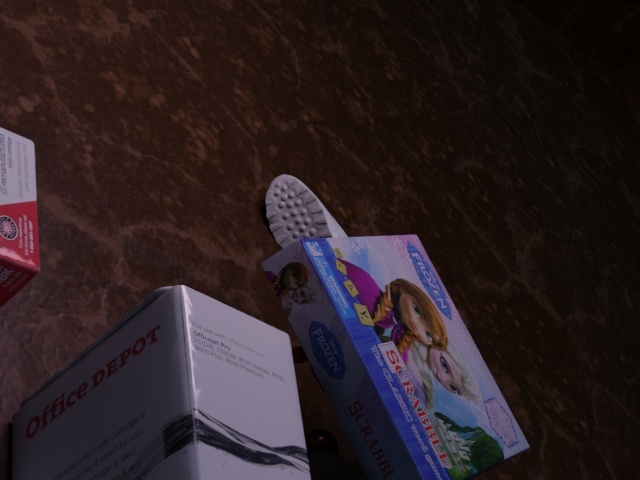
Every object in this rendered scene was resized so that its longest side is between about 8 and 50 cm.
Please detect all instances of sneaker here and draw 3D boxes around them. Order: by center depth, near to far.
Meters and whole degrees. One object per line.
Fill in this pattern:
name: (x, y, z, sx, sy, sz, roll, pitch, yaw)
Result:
sneaker: (0.000, 0.000, 1.975, 0.235, 0.090, 0.095, 56, 17, -1)

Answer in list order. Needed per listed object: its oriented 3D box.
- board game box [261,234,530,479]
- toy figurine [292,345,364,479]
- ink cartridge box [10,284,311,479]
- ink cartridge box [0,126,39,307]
board game box: (0.099, 0.144, 1.534, 0.318, 0.066, 0.318, -4, 64, -62)
toy figurine: (0.007, 0.213, 1.618, 0.209, 0.213, 0.148, 39, 16, -26)
ink cartridge box: (-0.154, 0.285, 1.232, 0.166, 0.285, 0.395, 28, 38, -37)
ink cartridge box: (-0.447, -0.056, 1.372, 0.273, 0.114, 0.197, 24, 41, -38)
